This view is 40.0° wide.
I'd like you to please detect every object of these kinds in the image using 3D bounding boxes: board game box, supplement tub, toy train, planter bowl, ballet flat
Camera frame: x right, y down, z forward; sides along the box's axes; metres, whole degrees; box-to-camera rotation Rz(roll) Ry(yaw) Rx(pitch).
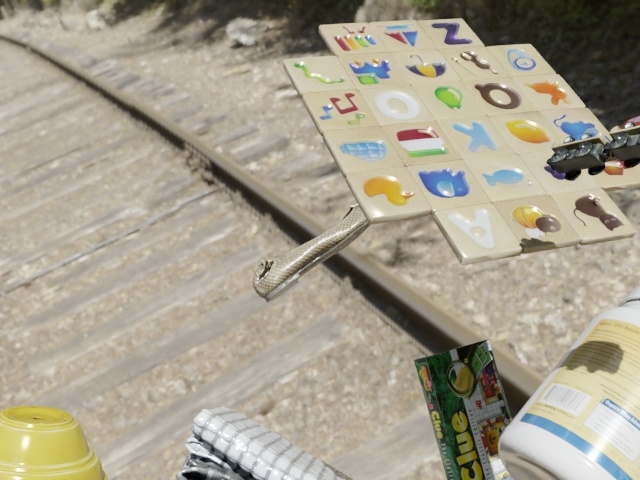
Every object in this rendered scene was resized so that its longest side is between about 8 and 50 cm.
[{"bbox_3d":[0.216,0.275,1.208,0.136,0.260,0.030,-10,-9,-37],"label":"board game box"},{"bbox_3d":[0.266,0.150,0.761,0.200,0.144,0.144,-46,29,-17],"label":"supplement tub"},{"bbox_3d":[0.212,-0.068,0.579,0.158,0.027,0.036,-10,40,58],"label":"toy train"},{"bbox_3d":[-0.401,0.286,1.228,0.217,0.090,0.217,9,3,0],"label":"planter bowl"},{"bbox_3d":[0.000,0.000,1.309,0.250,0.058,0.084,-37,-8,-15],"label":"ballet flat"}]

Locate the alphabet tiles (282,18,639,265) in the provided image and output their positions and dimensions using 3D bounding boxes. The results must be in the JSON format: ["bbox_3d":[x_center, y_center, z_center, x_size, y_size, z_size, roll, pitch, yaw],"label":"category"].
[{"bbox_3d":[0.133,-0.112,0.831,0.285,0.011,0.342,-8,47,-21],"label":"alphabet tiles"}]

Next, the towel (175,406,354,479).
[{"bbox_3d":[-0.055,0.308,1.050,0.121,0.235,0.284,-60,-5,-8],"label":"towel"}]
